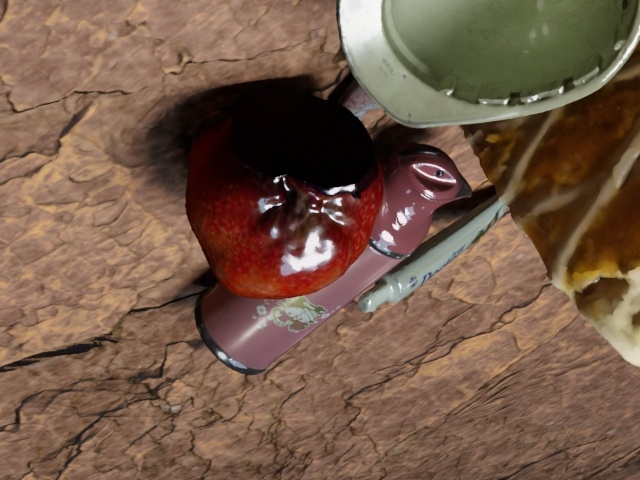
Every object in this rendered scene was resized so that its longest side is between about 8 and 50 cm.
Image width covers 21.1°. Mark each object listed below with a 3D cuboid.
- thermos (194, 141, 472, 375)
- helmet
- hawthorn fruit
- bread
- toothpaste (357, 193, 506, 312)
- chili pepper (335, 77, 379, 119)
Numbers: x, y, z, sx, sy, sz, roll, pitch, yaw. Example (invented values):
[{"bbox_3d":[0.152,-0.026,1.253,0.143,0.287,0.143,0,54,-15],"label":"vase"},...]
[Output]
[{"bbox_3d":[0.005,-0.001,1.772,0.330,0.136,0.109,-40,-178,31],"label":"thermos"},{"bbox_3d":[0.149,-0.216,1.442,0.257,0.137,0.204,-13,119,18],"label":"helmet"},{"bbox_3d":[-0.042,-0.035,1.607,0.189,0.190,0.251,-14,171,-16],"label":"hawthorn fruit"},{"bbox_3d":[0.350,-0.101,1.524,0.390,0.371,0.279,-41,146,25],"label":"bread"},{"bbox_3d":[0.131,0.008,1.855,0.255,0.037,0.067,-35,159,-35],"label":"toothpaste"},{"bbox_3d":[0.055,-0.144,1.604,0.050,0.041,0.153,22,149,-28],"label":"chili pepper"}]
